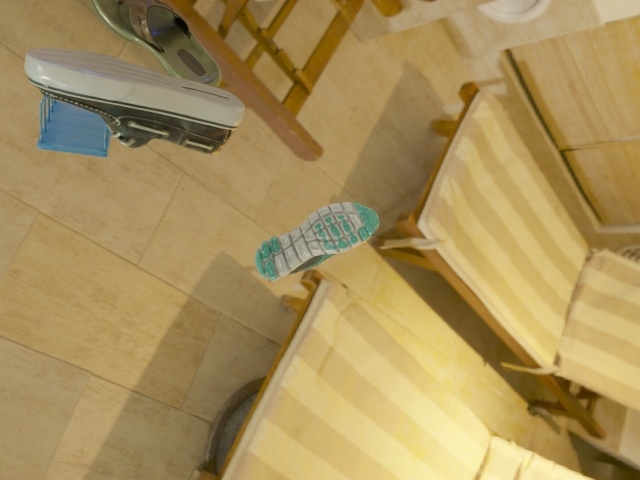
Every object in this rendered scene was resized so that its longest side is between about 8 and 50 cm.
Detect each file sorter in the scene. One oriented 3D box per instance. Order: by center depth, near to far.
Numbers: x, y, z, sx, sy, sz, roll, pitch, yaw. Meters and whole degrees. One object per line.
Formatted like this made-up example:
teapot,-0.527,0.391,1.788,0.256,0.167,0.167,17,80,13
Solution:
file sorter,-0.445,-0.247,1.130,0.118,0.170,0.104,5,127,-17

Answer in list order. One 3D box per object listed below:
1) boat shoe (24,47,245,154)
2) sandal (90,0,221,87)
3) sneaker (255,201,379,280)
boat shoe,-0.268,-0.190,0.918,0.335,0.121,0.119,8,118,-38
sandal,-0.308,-0.415,1.192,0.303,0.086,0.120,40,65,-6
sneaker,0.000,0.000,0.780,0.076,0.167,0.064,10,60,-70
